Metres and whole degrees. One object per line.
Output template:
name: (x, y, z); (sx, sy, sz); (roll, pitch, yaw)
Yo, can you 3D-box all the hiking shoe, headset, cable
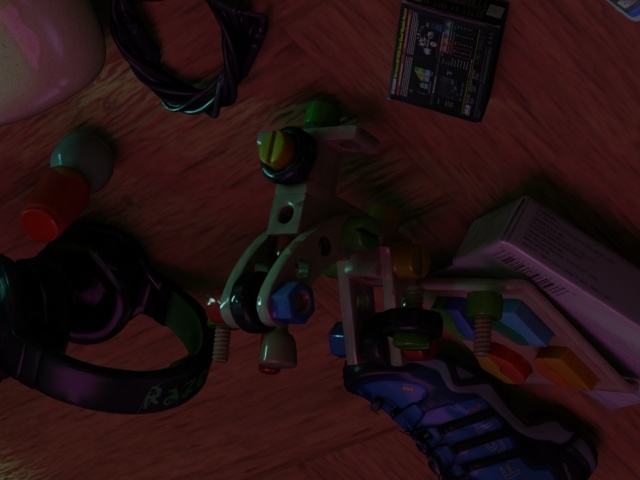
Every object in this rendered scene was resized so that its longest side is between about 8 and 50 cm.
hiking shoe: (0.155, 0.219, 1.825); (0.304, 0.132, 0.113); (26, 152, -1)
headset: (-0.287, 0.040, 1.809); (0.394, 0.243, 0.185); (28, 117, 22)
cable: (-0.136, -0.191, 1.602); (0.151, 0.047, 0.184); (28, 140, -4)

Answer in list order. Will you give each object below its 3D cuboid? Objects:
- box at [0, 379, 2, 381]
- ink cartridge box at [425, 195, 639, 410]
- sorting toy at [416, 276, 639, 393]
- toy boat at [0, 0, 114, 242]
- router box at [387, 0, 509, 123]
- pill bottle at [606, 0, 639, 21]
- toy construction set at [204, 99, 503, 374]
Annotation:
box: (-0.644, 0.141, 1.877); (0.298, 0.471, 0.479); (3, 135, 22)
ink cartridge box: (0.256, 0.072, 1.690); (0.275, 0.060, 0.239); (32, 162, -10)
sorting toy: (0.195, 0.101, 1.703); (0.208, 0.038, 0.193); (39, 158, -28)
toy boat: (-0.308, -0.157, 1.668); (0.268, 0.148, 0.318); (-8, 123, 25)
router box: (0.114, -0.170, 1.510); (0.092, 0.038, 0.122); (16, 139, 8)
pill bottle: (0.226, -0.245, 1.344); (0.137, 0.078, 0.078); (35, 138, -14)
toy construction set: (0.000, 0.000, 1.667); (0.258, 0.237, 0.309); (11, 165, -24)
